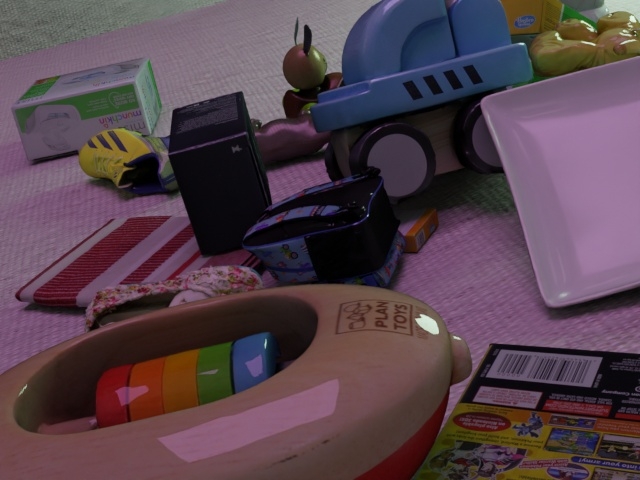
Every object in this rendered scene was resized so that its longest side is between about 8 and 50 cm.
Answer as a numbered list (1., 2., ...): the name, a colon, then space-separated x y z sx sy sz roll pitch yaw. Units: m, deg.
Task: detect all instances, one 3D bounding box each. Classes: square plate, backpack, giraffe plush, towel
1. square plate: 0.388 -0.084 1.140 0.347 0.049 0.344 -14 48 7
2. backpack: 0.000 0.000 1.211 0.173 0.117 0.158 -14 21 19
3. giraffe plush: 0.411 -0.219 1.415 0.210 0.171 0.181 9 33 43
4. towel: -0.224 0.032 1.365 0.328 0.037 0.237 0 27 30

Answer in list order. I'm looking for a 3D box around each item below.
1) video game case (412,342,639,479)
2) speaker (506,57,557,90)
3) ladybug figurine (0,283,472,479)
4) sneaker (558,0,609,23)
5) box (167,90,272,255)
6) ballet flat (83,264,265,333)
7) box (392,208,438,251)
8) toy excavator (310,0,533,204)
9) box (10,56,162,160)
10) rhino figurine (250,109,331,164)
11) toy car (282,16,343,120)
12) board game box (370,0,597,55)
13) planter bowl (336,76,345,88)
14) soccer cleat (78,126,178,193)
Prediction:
1. video game case: 0.232 0.171 0.809 0.274 0.035 0.248 1 27 29
2. speaker: 0.249 -0.238 1.599 0.131 0.131 0.296 -29 27 -31
3. ladybug figurine: -0.092 0.162 0.827 0.449 0.162 0.305 -12 20 11
4. sneaker: 0.418 -0.465 1.918 0.262 0.121 0.099 -5 24 18
5. box: -0.134 -0.097 1.360 0.108 0.153 0.207 -15 23 1
6. ballet flat: -0.177 0.088 1.162 0.240 0.091 0.077 -12 28 27
7. box: 0.079 -0.014 1.314 0.136 0.028 0.081 -2 26 31
8. toy excavator: 0.174 -0.309 1.353 0.432 0.445 0.222 -16 9 -8
9. box: -0.482 -0.277 2.084 0.261 0.127 0.231 -11 22 3
10. rhino figurine: -0.031 -0.180 1.688 0.243 0.073 0.106 -12 20 1
11. toy car: -0.010 -0.316 1.833 0.148 0.189 0.155 -18 24 -11
12. board game box: 0.275 -0.345 1.665 0.316 0.064 0.242 5 1 36
13. planter bowl: 0.086 -0.197 1.588 0.162 0.162 0.109 -21 -3 -17
14. soccer cleat: -0.338 -0.133 1.725 0.289 0.093 0.121 5 36 37
